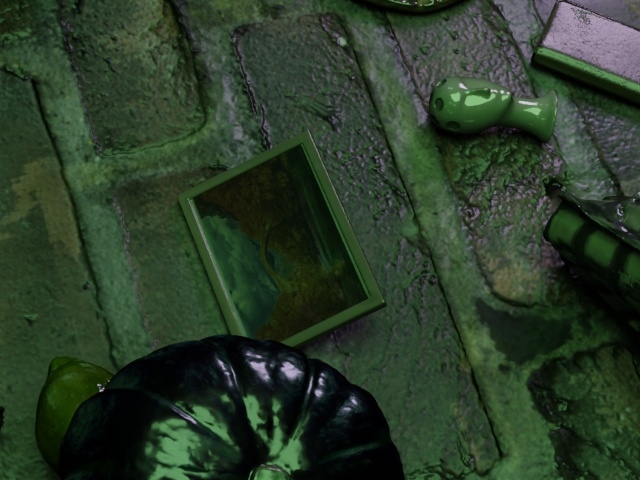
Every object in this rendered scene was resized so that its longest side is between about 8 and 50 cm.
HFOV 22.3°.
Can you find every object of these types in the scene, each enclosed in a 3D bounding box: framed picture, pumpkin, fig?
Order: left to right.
[{"bbox_3d":[-0.266,0.186,1.773,0.123,0.123,0.156,-34,53,-21],"label":"fig"},{"bbox_3d":[-0.095,0.271,1.627,0.363,0.266,0.363,5,73,-18],"label":"pumpkin"},{"bbox_3d":[-0.049,0.009,1.904,0.184,0.016,0.250,-25,63,6],"label":"framed picture"}]

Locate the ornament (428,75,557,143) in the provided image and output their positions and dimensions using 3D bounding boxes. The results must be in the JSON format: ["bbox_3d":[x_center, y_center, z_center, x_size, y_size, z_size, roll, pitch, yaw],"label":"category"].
[{"bbox_3d":[0.214,-0.167,2.028,0.156,0.081,0.075,8,65,-6],"label":"ornament"}]

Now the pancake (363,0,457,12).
[{"bbox_3d":[0.119,-0.426,2.190,0.286,0.033,0.288,-8,62,-8],"label":"pancake"}]

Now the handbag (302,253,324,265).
[{"bbox_3d":[0.000,0.000,1.931,0.072,0.047,0.111,-14,59,8],"label":"handbag"}]

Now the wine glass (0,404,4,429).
[{"bbox_3d":[-0.442,0.155,1.772,0.122,0.122,0.183,-33,65,-21],"label":"wine glass"}]

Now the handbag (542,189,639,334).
[{"bbox_3d":[0.484,0.007,1.874,0.325,0.162,0.327,-25,42,-22],"label":"handbag"}]

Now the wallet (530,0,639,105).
[{"bbox_3d":[0.381,-0.237,2.108,0.198,0.031,0.110,23,61,7],"label":"wallet"}]
